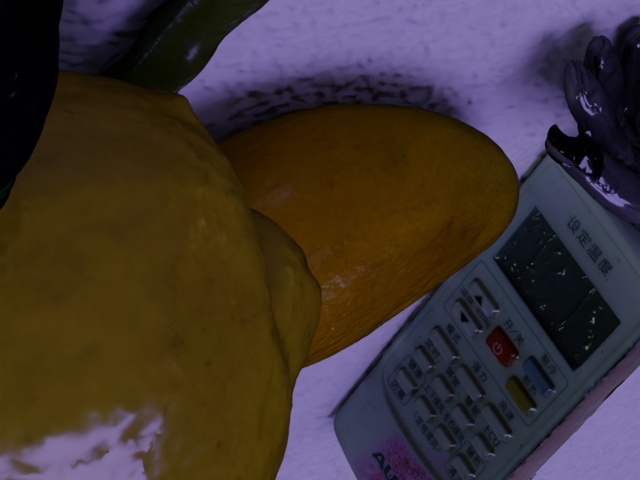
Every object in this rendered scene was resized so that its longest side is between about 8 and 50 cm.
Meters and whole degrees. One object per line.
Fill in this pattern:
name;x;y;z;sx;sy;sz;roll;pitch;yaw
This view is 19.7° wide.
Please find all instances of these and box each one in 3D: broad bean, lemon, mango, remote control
broad bean;-0.050;-0.108;0.888;0.256;0.053;0.052;-46;-172;30
lemon;-0.165;0.061;0.817;0.316;0.285;0.285;-43;158;-19
mango;0.000;0.000;1.057;0.317;0.119;0.176;-16;143;-37
remote control;0.129;0.090;1.319;0.050;0.145;0.344;-11;147;-42

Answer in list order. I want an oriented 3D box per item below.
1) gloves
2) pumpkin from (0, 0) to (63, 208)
gloves;0.248;-0.068;1.182;0.285;0.142;0.119;1;114;-40
pumpkin;-0.226;-0.062;0.577;0.315;0.238;0.315;-25;148;-17
